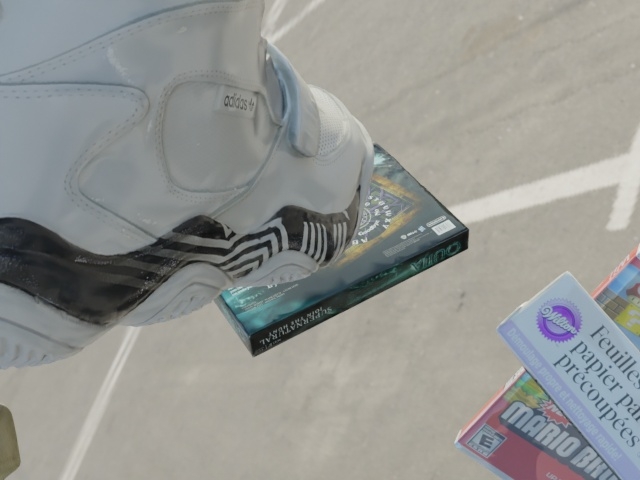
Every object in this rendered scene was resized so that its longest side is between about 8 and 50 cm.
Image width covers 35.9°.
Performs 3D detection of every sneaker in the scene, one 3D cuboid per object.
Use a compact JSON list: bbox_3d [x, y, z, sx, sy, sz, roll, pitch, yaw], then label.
[{"bbox_3d":[-0.053,-0.087,0.451,0.366,0.137,0.210,-23,-43,-59],"label":"sneaker"}]

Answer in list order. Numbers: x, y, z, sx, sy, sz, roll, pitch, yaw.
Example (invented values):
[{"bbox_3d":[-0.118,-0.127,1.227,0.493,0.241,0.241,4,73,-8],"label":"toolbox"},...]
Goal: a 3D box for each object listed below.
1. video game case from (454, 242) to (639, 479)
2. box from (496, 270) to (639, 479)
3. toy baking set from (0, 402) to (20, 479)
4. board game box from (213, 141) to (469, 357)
[{"bbox_3d":[0.269,0.151,0.837,0.285,0.204,0.025,-58,-3,39],"label":"video game case"},{"bbox_3d":[0.240,0.163,0.631,0.063,0.324,0.067,-39,-13,1],"label":"box"},{"bbox_3d":[-0.221,0.217,0.511,0.030,0.196,0.256,24,63,44],"label":"toy baking set"},{"bbox_3d":[0.000,0.000,0.747,0.126,0.186,0.026,50,156,39],"label":"board game box"}]
